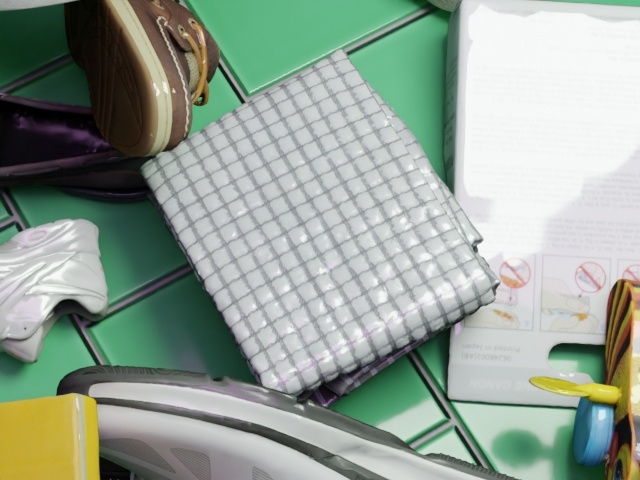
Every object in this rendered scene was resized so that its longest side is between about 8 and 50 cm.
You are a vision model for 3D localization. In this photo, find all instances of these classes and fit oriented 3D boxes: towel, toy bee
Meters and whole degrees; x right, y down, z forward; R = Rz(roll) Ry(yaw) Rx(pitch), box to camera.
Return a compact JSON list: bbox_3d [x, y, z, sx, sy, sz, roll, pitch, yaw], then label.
[{"bbox_3d":[0.000,0.000,1.441,0.235,0.121,0.284,-29,66,-9],"label":"towel"},{"bbox_3d":[0.290,0.168,1.369,0.195,0.162,0.298,-11,76,-9],"label":"toy bee"}]

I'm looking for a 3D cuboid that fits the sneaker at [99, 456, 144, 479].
[{"bbox_3d":[-0.201,0.227,1.337,0.330,0.146,0.122,-10,67,-10],"label":"sneaker"}]

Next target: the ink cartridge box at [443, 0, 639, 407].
[{"bbox_3d":[0.272,-0.032,1.532,0.308,0.091,0.385,3,84,-4],"label":"ink cartridge box"}]

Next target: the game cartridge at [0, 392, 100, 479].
[{"bbox_3d":[-0.292,0.289,1.182,0.285,0.052,0.324,-8,76,13],"label":"game cartridge"}]

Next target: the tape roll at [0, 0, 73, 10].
[{"bbox_3d":[-0.251,-0.336,1.498,0.392,0.072,0.392,-6,36,5],"label":"tape roll"}]

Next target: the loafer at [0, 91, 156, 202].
[{"bbox_3d":[-0.287,-0.098,1.488,0.302,0.095,0.109,4,69,-3],"label":"loafer"}]

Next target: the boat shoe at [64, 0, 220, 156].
[{"bbox_3d":[-0.149,-0.174,1.454,0.123,0.123,0.342,-2,24,-18],"label":"boat shoe"}]

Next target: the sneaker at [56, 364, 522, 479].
[{"bbox_3d":[-0.023,0.267,1.275,0.447,0.169,0.257,20,76,-13],"label":"sneaker"}]

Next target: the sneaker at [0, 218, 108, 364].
[{"bbox_3d":[-0.295,0.061,1.426,0.232,0.090,0.115,-18,75,-13],"label":"sneaker"}]

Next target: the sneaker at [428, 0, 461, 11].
[{"bbox_3d":[0.112,-0.285,1.606,0.152,0.058,0.084,21,68,28],"label":"sneaker"}]
